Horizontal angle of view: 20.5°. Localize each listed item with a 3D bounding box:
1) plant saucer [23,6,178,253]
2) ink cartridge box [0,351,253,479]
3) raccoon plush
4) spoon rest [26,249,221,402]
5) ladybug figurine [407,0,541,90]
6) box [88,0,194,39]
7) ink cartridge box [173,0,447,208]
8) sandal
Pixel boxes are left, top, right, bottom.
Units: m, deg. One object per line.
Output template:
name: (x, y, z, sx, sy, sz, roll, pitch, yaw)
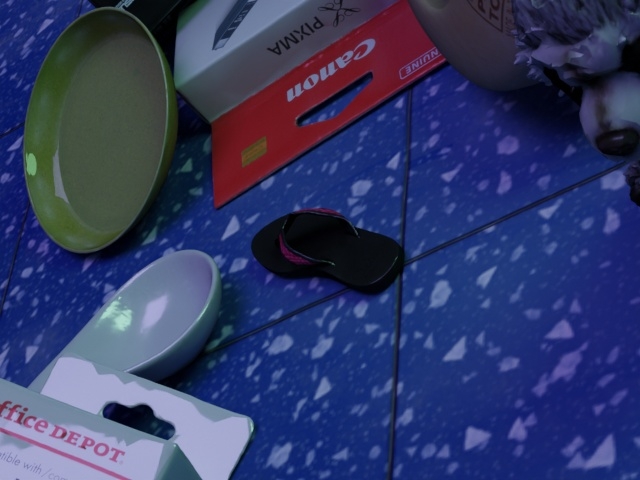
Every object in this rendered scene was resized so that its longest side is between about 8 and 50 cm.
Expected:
plant saucer: (-0.209, -0.106, 1.729, 0.241, 0.037, 0.241, -8, 79, 47)
ink cartridge box: (-0.219, 0.231, 1.320, 0.207, 0.119, 0.353, 16, 64, 25)
raccoon plush: (0.233, -0.204, 1.186, 0.216, 0.299, 0.446, -28, 37, 26)
spoon rest: (-0.184, 0.116, 1.500, 0.276, 0.084, 0.137, -53, 34, -10)
ladybug figurine: (0.154, -0.293, 1.411, 0.162, 0.305, 0.449, -6, 41, -12)
box: (-0.162, -0.273, 1.832, 0.147, 0.077, 0.180, -46, 4, 0)
ink cartridge box: (-0.007, -0.200, 1.660, 0.296, 0.066, 0.261, -32, 35, 21)
sandal: (0.000, 0.000, 1.459, 0.179, 0.040, 0.067, 13, 65, 53)
